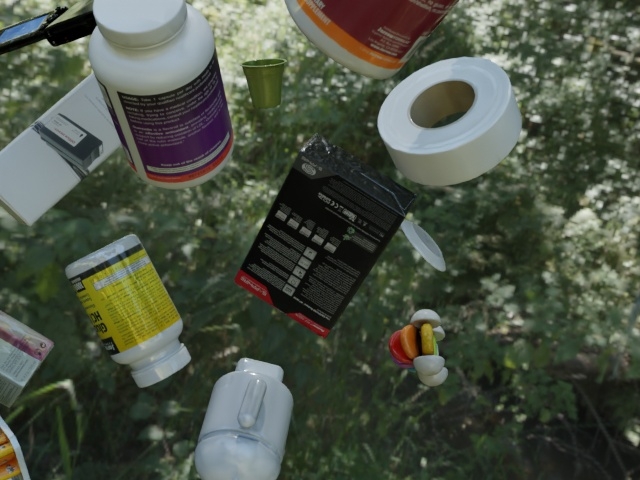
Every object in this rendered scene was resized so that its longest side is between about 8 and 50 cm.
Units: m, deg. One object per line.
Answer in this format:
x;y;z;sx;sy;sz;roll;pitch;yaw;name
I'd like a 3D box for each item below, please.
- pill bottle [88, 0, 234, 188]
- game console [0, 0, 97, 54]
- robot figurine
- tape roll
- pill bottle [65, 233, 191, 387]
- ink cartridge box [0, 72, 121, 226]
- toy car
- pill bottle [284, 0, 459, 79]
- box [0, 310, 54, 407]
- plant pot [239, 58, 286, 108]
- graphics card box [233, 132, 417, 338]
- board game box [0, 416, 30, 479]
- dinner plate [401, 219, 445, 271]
-0.238;-0.235;1.208;0.182;0.323;0.181;-1;57;2;pill bottle
-0.515;-0.415;1.530;0.362;0.044;0.213;-12;32;21;game console
-0.178;0.450;1.870;0.200;0.299;0.353;12;44;0;robot figurine
0.267;-0.250;1.651;0.286;0.286;0.100;27;-21;44;tape roll
-0.445;0.169;1.884;0.188;0.333;0.188;-27;6;3;pill bottle
-0.602;-0.221;1.868;0.166;0.395;0.285;49;-17;-17;ink cartridge box
0.236;0.267;1.950;0.136;0.159;0.182;-7;-30;12;toy car
0.139;-0.441;1.129;0.224;0.392;0.224;27;36;-22;pill bottle
-0.718;0.231;1.709;0.232;0.148;0.126;35;49;-11;box
-0.098;-0.279;1.420;0.083;0.079;0.083;-4;21;2;plant pot
0.000;0.000;1.564;0.233;0.370;0.094;32;39;4;graphics card box
-0.617;0.463;1.520;0.050;0.389;0.390;-22;28;-33;board game box
0.218;0.006;1.660;0.141;0.017;0.141;43;18;-18;dinner plate
